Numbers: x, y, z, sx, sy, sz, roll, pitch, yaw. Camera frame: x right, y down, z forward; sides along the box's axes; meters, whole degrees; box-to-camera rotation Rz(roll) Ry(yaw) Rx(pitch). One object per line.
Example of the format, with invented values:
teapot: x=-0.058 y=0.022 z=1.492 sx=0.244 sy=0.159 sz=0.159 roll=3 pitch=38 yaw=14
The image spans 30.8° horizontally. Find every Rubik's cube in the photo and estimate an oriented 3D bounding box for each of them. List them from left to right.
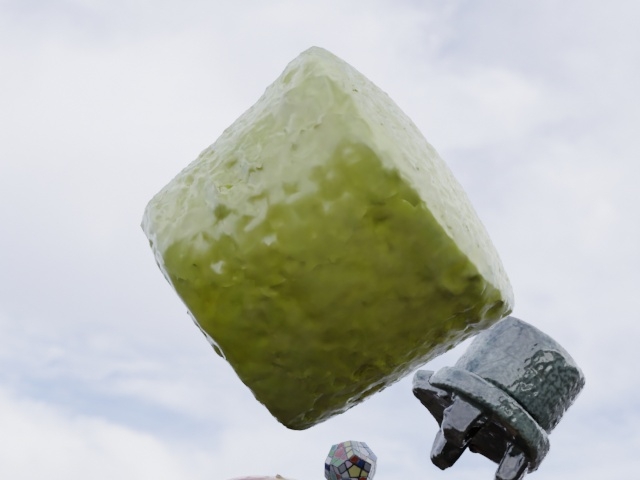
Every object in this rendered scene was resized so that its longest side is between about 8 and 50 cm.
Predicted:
Rubik's cube: x=0.059 y=0.446 z=2.291 sx=0.093 sy=0.111 sz=0.111 roll=15 pitch=-20 yaw=16

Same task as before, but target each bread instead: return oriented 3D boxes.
bread: x=0.000 y=0.000 z=1.215 sx=0.308 sy=0.348 sz=0.348 roll=-33 pitch=-31 yaw=5

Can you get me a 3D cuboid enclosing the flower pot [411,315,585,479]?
flower pot: x=0.329 y=0.316 z=2.274 sx=0.299 sy=0.283 sz=0.299 roll=33 pitch=-21 yaw=14

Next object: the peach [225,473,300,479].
peach: x=-0.106 y=0.547 z=1.844 sx=0.370 sy=0.370 sz=0.370 roll=2 pitch=-23 yaw=1
